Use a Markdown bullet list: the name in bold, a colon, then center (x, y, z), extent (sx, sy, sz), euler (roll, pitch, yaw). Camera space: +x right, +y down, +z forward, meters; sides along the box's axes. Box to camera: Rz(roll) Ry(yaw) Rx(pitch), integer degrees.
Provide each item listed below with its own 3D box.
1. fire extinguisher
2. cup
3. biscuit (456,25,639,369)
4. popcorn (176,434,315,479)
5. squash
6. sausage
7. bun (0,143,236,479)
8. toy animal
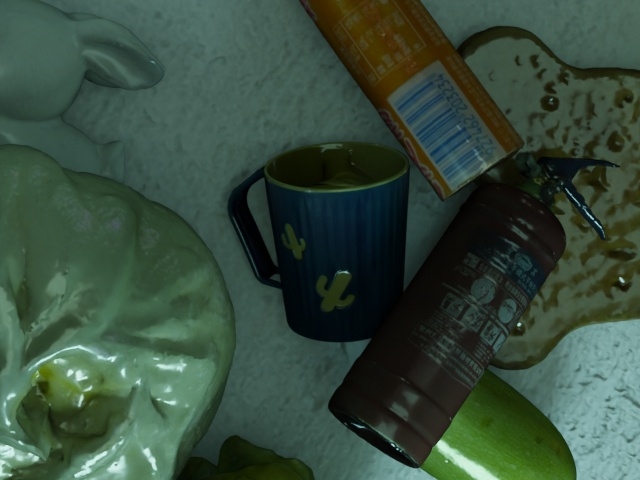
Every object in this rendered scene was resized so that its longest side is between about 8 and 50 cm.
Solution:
- **fire extinguisher**: center (0.153, 0.046, 1.494), extent (0.138, 0.102, 0.344), euler (41, 78, -25)
- **cup**: center (0.000, 0.000, 1.523), extent (0.176, 0.131, 0.155), euler (7, 113, 28)
- **biscuit**: center (0.312, -0.029, 1.597), extent (0.394, 0.076, 0.368), euler (-4, 98, -6)
- **popcorn**: center (-0.070, 0.323, 1.487), extent (0.312, 0.312, 0.312), euler (-1, 97, -9)
- **squash**: center (0.168, 0.196, 1.576), extent (0.187, 0.123, 0.123), euler (34, 91, -13)
- **sausage**: center (0.057, -0.184, 1.496), extent (0.093, 0.093, 0.312), euler (-35, 84, -3)
- **bun**: center (-0.241, 0.110, 1.392), extent (0.365, 0.219, 0.365), euler (-6, 131, -7)
- **toy animal**: center (-0.241, -0.112, 1.465), extent (0.179, 0.127, 0.193), euler (12, 94, -13)
